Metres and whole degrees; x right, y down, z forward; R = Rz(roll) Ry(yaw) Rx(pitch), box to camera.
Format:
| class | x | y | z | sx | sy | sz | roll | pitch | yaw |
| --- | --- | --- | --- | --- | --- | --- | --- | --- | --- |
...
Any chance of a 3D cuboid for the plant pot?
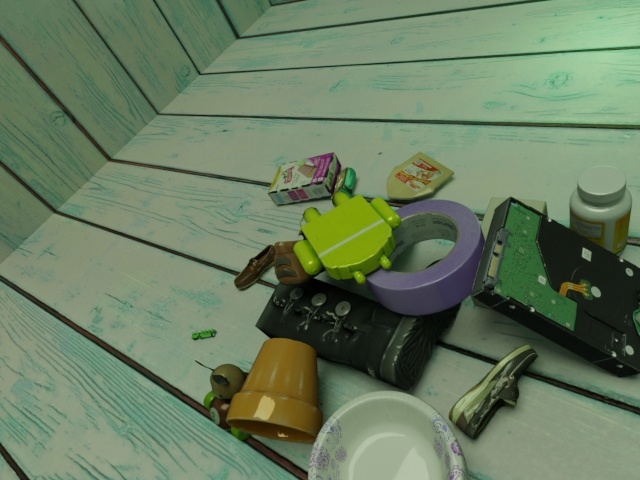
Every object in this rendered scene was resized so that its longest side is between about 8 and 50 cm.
| class | x | y | z | sx | sy | sz | roll | pitch | yaw |
| --- | --- | --- | --- | --- | --- | --- | --- | --- | --- |
| plant pot | -0.087 | 0.329 | 1.023 | 0.205 | 0.205 | 0.188 | -6 | 55 | 25 |

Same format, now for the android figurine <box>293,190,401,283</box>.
| class | x | y | z | sx | sy | sz | roll | pitch | yaw |
| --- | --- | --- | --- | --- | --- | --- | --- | --- | --- |
| android figurine | 0.062 | -0.009 | 1.042 | 0.248 | 0.056 | 0.273 | -30 | 43 | -5 |

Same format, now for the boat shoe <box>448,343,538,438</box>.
| class | x | y | z | sx | sy | sz | roll | pitch | yaw |
| --- | --- | --- | --- | --- | --- | --- | --- | --- | --- |
| boat shoe | 0.359 | 0.304 | 0.915 | 0.223 | 0.080 | 0.073 | -41 | 49 | -4 |

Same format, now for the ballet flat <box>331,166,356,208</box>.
| class | x | y | z | sx | sy | sz | roll | pitch | yaw |
| --- | --- | --- | --- | --- | --- | --- | --- | --- | --- |
| ballet flat | 0.072 | -0.157 | 1.529 | 0.067 | 0.073 | 0.206 | -30 | 31 | 44 |

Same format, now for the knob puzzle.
| class | x | y | z | sx | sy | sz | roll | pitch | yaw |
| --- | --- | --- | --- | --- | --- | --- | --- | --- | --- |
| knob puzzle | 0.294 | -0.186 | 1.447 | 0.213 | 0.030 | 0.213 | -15 | 45 | 15 |

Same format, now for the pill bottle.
| class | x | y | z | sx | sy | sz | roll | pitch | yaw |
| --- | --- | --- | --- | --- | --- | --- | --- | --- | --- |
| pill bottle | 0.616 | -0.059 | 1.014 | 0.118 | 0.208 | 0.117 | -16 | 44 | 16 |

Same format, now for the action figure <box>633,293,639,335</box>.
| class | x | y | z | sx | sy | sz | roll | pitch | yaw |
| --- | --- | --- | --- | --- | --- | --- | --- | --- | --- |
| action figure | 0.648 | 0.194 | 0.832 | 0.137 | 0.063 | 0.232 | -14 | 58 | -1 |

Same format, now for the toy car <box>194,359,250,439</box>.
| class | x | y | z | sx | sy | sz | roll | pitch | yaw |
| --- | --- | --- | --- | --- | --- | --- | --- | --- | --- |
| toy car | -0.231 | 0.358 | 1.102 | 0.155 | 0.188 | 0.149 | 23 | 63 | 42 |

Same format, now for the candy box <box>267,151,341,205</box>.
| class | x | y | z | sx | sy | sz | roll | pitch | yaw |
| --- | --- | --- | --- | --- | --- | --- | --- | --- | --- |
| candy box | -0.056 | -0.218 | 1.629 | 0.233 | 0.071 | 0.159 | -9 | 45 | 29 |

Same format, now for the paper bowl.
| class | x | y | z | sx | sy | sz | roll | pitch | yaw |
| --- | --- | --- | --- | --- | --- | --- | --- | --- | --- |
| paper bowl | 0.132 | 0.441 | 0.853 | 0.284 | 0.148 | 0.284 | -16 | 44 | 16 |

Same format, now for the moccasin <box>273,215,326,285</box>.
| class | x | y | z | sx | sy | sz | roll | pitch | yaw |
| --- | --- | --- | --- | --- | --- | --- | --- | --- | --- |
| moccasin | -0.003 | 0.000 | 1.254 | 0.139 | 0.147 | 0.380 | -6 | 11 | 38 |

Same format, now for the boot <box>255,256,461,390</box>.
| class | x | y | z | sx | sy | sz | roll | pitch | yaw |
| --- | --- | --- | --- | --- | --- | --- | --- | --- | --- |
| boot | 0.093 | 0.154 | 1.172 | 0.445 | 0.146 | 0.367 | 6 | 43 | 45 |

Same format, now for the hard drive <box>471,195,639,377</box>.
| class | x | y | z | sx | sy | sz | roll | pitch | yaw |
| --- | --- | --- | --- | --- | --- | --- | --- | --- | --- |
| hard drive | 0.481 | 0.087 | 0.912 | 0.339 | 0.064 | 0.237 | 28 | 59 | -4 |

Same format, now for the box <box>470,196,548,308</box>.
| class | x | y | z | sx | sy | sz | roll | pitch | yaw |
| --- | --- | --- | --- | --- | --- | --- | --- | --- | --- |
| box | 0.440 | 0.032 | 1.070 | 0.127 | 0.148 | 0.232 | 9 | 55 | 36 |

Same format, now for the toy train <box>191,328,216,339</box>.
| class | x | y | z | sx | sy | sz | roll | pitch | yaw |
| --- | --- | --- | --- | --- | --- | --- | --- | --- | --- |
| toy train | -0.349 | 0.281 | 1.369 | 0.083 | 0.017 | 0.023 | -13 | 55 | 18 |

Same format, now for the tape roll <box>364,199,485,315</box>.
| class | x | y | z | sx | sy | sz | roll | pitch | yaw |
| --- | --- | --- | --- | --- | --- | --- | --- | --- | --- |
| tape roll | 0.224 | 0.031 | 1.019 | 0.275 | 0.090 | 0.274 | -19 | 37 | 15 |

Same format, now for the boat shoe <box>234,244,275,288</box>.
| class | x | y | z | sx | sy | sz | roll | pitch | yaw |
| --- | --- | --- | --- | --- | --- | --- | --- | --- | --- |
| boat shoe | -0.207 | 0.079 | 1.449 | 0.178 | 0.060 | 0.064 | -41 | 43 | -11 |
